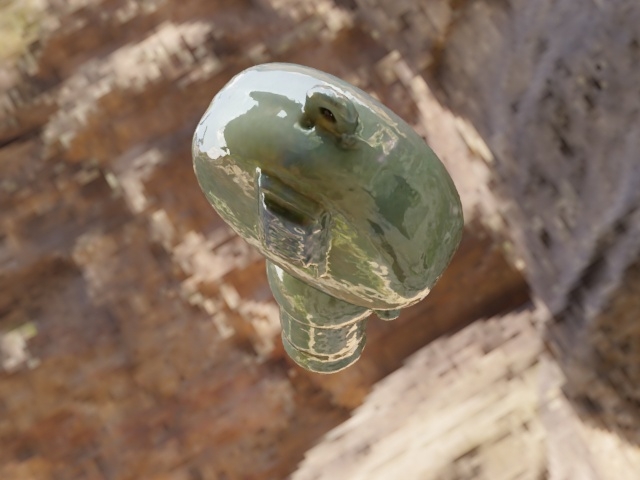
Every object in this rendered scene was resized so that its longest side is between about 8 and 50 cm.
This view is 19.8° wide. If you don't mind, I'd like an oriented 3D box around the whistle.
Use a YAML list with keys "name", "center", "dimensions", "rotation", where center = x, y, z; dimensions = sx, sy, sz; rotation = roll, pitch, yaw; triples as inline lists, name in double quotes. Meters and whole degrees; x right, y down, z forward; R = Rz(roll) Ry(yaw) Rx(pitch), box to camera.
- name: "whistle"
  center: [0.000, 0.000, 0.840]
  dimensions: [0.067, 0.126, 0.258]
  rotation: [-53, -13, -19]
